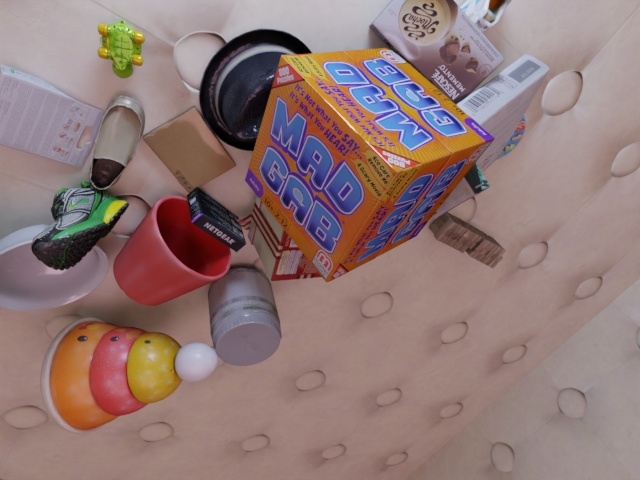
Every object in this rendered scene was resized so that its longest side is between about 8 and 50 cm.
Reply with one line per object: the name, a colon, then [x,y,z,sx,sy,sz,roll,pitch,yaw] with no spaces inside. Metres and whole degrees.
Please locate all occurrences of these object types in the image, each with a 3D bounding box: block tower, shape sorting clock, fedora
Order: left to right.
fedora: [-0.140,-0.354,1.083,0.335,0.152,0.333,-9,127,-12]
block tower: [0.555,-0.003,1.604,0.336,0.097,0.090,22,116,-32]
shape sorting clock: [0.571,-0.348,1.387,0.207,0.040,0.206,-9,127,-12]

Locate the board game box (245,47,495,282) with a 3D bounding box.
board game box: [0.095,-0.190,1.020,0.357,0.356,0.356,-23,154,-37]

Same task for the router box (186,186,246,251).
router box: [-0.302,-0.060,1.246,0.046,0.133,0.179,-38,134,12]

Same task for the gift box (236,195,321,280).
gift box: [-0.081,-0.057,1.250,0.277,0.258,0.254,3,125,-30]

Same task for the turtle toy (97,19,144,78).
turtle toy: [-0.453,-0.435,0.977,0.095,0.066,0.130,6,123,-20]

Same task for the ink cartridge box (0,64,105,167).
ink cartridge box: [-0.670,-0.291,1.038,0.225,0.056,0.181,14,122,-48]

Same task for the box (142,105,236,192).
box: [-0.355,-0.245,1.177,0.165,0.021,0.201,-29,128,4]

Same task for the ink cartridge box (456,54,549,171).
ink cartridge box: [0.459,-0.296,1.238,0.308,0.091,0.384,-39,159,-20]

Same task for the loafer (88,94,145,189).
loafer: [-0.518,-0.235,1.086,0.102,0.092,0.268,15,122,-30]

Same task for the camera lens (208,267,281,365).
camera lens: [-0.253,0.241,1.406,0.220,0.274,0.219,-9,127,-12]

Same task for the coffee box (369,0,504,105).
coffee box: [0.288,-0.498,1.076,0.297,0.118,0.168,41,108,-14]

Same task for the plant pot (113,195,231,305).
plant pot: [-0.439,0.049,1.229,0.243,0.274,0.275,-34,129,21]

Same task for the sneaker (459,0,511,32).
sneaker: [0.405,-0.580,1.130,0.088,0.092,0.228,25,116,-33]

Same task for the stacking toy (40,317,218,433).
stacking toy: [-0.537,0.386,1.313,0.481,0.350,0.350,-10,129,10]

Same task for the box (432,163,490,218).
box: [0.296,-0.234,1.165,0.059,0.232,0.321,-30,86,-16]

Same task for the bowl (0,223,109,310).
bowl: [-0.754,0.051,1.167,0.298,0.134,0.297,-25,150,-16]

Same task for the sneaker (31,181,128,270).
sneaker: [-0.609,-0.044,1.047,0.146,0.343,0.134,35,105,-17]
